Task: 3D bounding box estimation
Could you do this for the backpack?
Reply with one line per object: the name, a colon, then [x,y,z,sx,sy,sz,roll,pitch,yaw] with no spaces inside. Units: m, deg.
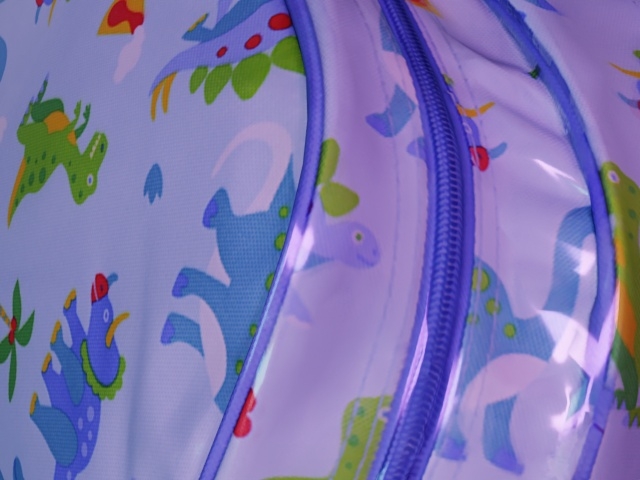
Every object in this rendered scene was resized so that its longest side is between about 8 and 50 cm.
backpack: [0.000,0.000,0.495,0.355,0.273,0.290,44,114,34]
